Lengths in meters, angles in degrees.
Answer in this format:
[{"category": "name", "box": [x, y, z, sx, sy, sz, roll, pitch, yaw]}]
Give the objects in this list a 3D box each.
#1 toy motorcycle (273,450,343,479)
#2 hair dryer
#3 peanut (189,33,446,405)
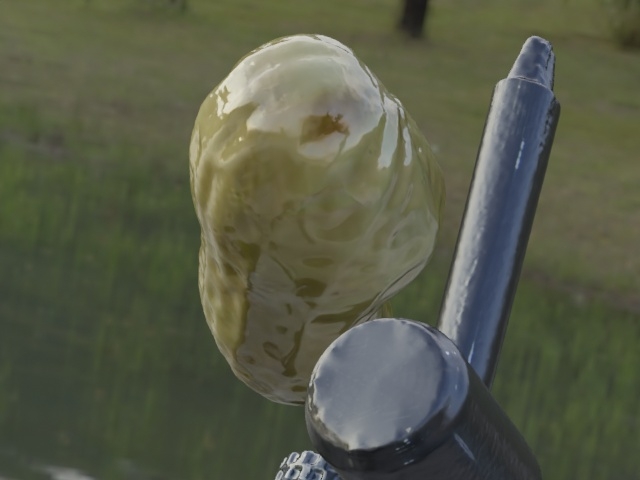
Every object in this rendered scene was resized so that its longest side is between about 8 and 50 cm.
[{"category": "toy motorcycle", "box": [0.091, 0.254, 1.408, 0.188, 0.143, 0.327, 3, -35, 27]}, {"category": "hair dryer", "box": [0.068, 0.006, 0.825, 0.070, 0.248, 0.114, 3, -28, 30]}, {"category": "peanut", "box": [0.000, 0.000, 1.136, 0.147, 0.148, 0.319, 11, -33, 7]}]
